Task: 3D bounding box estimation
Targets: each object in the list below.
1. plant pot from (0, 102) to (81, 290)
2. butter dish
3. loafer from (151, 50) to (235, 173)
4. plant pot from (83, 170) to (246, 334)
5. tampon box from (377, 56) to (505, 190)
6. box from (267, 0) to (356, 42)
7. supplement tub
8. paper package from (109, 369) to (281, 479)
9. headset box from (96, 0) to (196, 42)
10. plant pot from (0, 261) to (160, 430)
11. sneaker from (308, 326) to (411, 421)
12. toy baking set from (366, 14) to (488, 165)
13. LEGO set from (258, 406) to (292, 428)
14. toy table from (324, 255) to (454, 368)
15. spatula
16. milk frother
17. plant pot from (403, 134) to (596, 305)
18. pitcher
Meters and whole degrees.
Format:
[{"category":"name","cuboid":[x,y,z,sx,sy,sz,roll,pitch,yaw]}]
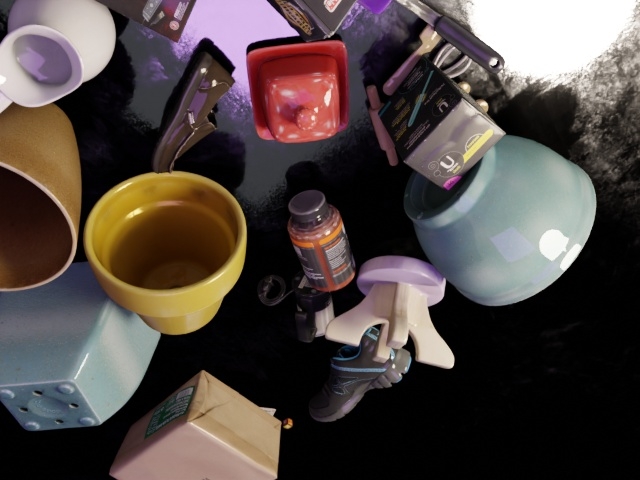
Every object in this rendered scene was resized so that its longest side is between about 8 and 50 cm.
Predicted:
[{"category":"plant pot","cuboid":[-0.450,-0.097,0.752,0.237,0.254,0.237,-4,132,-4]},{"category":"butter dish","cuboid":[-0.028,-0.212,0.813,0.160,0.118,0.159,-7,131,-3]},{"category":"loafer","cuboid":[-0.204,-0.187,0.831,0.078,0.080,0.220,23,123,-25]},{"category":"plant pot","cuboid":[-0.262,0.046,0.928,0.254,0.254,0.239,1,144,-9]},{"category":"tampon box","cuboid":[0.180,-0.181,0.806,0.101,0.161,0.120,27,119,-30]},{"category":"box","cuboid":[-0.019,-0.434,0.567,0.293,0.073,0.295,39,83,-31]},{"category":"supplement tub","cuboid":[0.000,0.000,1.005,0.106,0.106,0.198,-15,131,4]},{"category":"paper package","cuboid":[-0.312,0.542,1.349,0.325,0.168,0.309,-38,116,23]},{"category":"headset box","cuboid":[-0.261,-0.413,0.611,0.293,0.110,0.218,22,123,-26]},{"category":"plant pot","cuboid":[-0.484,0.217,1.008,0.248,0.252,0.247,-5,131,1]},{"category":"sneaker","cuboid":[0.070,0.335,1.317,0.140,0.125,0.341,43,119,-5]},{"category":"toy baking set","cuboid":[0.175,-0.239,0.884,0.197,0.030,0.256,-25,130,8]},{"category":"LEGO set","cuboid":[-0.207,0.530,1.455,0.244,0.060,0.182,11,129,-15]},{"category":"toy table","cuboid":[0.149,0.149,1.041,0.252,0.160,0.274,10,159,14]},{"category":"spatula","cuboid":[0.156,-0.334,0.766,0.296,0.030,0.084,27,119,-17]},{"category":"milk frother","cuboid":[-0.050,0.136,1.133,0.143,0.129,0.134,22,138,30]},{"category":"plant pot","cuboid":[0.267,-0.062,0.880,0.196,0.293,0.293,30,120,-24]},{"category":"pitcher","cuboid":[-0.360,-0.243,0.676,0.178,0.207,0.125,-28,128,15]}]
